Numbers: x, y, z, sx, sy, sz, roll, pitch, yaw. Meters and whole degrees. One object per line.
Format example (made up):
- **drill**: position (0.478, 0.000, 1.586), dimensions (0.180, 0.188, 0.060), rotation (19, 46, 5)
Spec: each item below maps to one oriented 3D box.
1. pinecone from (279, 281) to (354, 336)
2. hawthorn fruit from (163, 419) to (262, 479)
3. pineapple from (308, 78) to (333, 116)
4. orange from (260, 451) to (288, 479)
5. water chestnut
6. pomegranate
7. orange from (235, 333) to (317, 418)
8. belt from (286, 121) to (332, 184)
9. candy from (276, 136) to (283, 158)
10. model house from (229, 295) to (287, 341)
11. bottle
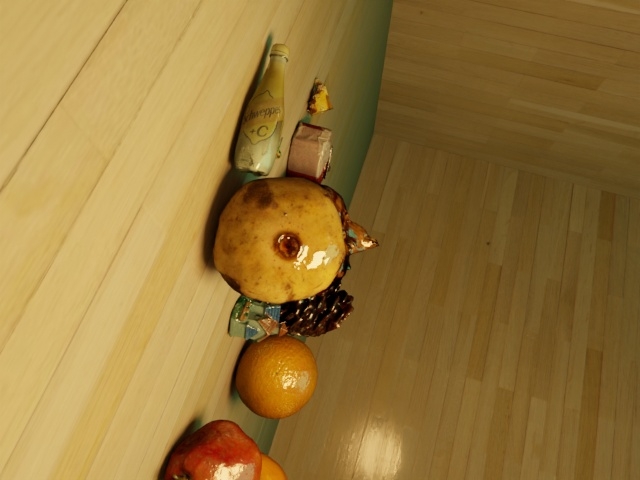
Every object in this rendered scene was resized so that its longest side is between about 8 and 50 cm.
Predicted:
- **pinecone**: position (-0.053, 0.212, 1.608), dimensions (0.298, 0.296, 0.241), rotation (-23, -124, 53)
- **hawthorn fruit**: position (-0.266, 0.548, 1.096), dimensions (0.261, 0.224, 0.224), rotation (22, 83, -59)
- **pineapple**: position (0.001, -0.441, 1.435), dimensions (0.114, 0.077, 0.114), rotation (-65, 156, -71)
- **orange**: position (-0.237, 0.763, 1.334), dimensions (0.312, 0.312, 0.311), rotation (16, 90, -83)
- **water chestnut**: position (0.000, 0.000, 1.350), dimensions (0.335, 0.347, 0.334), rotation (6, 90, -87)
- **pomegranate**: position (-0.088, -0.001, 0.972), dimensions (0.281, 0.282, 0.281), rotation (16, 90, -83)
- **orange**: position (-0.140, 0.436, 1.495), dimensions (0.274, 0.275, 0.274), rotation (16, 90, -83)
- **belt**: position (-0.025, -0.253, 1.418), dimensions (0.128, 0.124, 0.200), rotation (-64, 168, -62)
- **candy**: position (-0.109, -0.248, 1.226), dimensions (0.023, 0.025, 0.083), rotation (-41, -150, 47)
- **model house**: position (-0.163, 0.221, 1.306), dimensions (0.148, 0.149, 0.119), rotation (-58, 162, -71)
- **bottle**: position (-0.111, -0.265, 0.936), dimensions (0.083, 0.083, 0.269), rotation (40, 62, -82)
